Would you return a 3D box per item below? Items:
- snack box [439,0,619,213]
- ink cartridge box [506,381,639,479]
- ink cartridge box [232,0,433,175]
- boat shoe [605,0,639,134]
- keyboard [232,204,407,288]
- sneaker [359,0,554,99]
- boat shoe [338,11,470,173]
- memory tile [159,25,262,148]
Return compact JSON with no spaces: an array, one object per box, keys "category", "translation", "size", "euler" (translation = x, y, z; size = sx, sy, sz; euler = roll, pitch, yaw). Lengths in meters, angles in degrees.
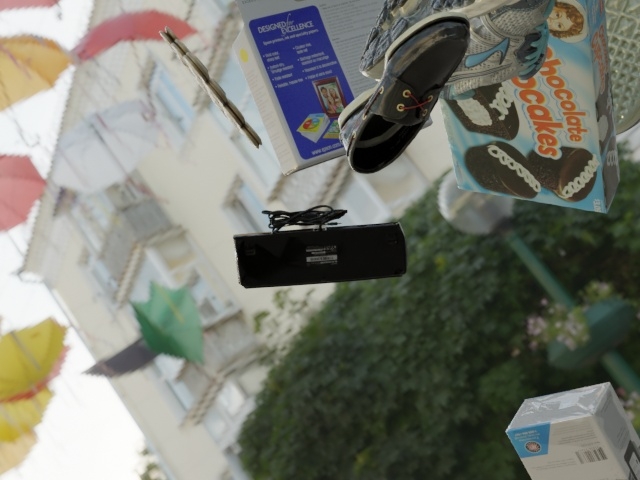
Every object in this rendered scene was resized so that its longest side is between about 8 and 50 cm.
[{"category":"snack box","translation":[0.220,-0.168,1.317],"size":[0.060,0.187,0.322],"euler":[-61,-32,-32]},{"category":"ink cartridge box","translation":[0.281,0.242,1.235],"size":[0.104,0.180,0.060],"euler":[-19,17,38]},{"category":"ink cartridge box","translation":[0.011,-0.290,1.957],"size":[0.303,0.307,0.072],"euler":[-21,-2,-36]},{"category":"boat shoe","translation":[0.359,-0.365,1.566],"size":[0.187,0.500,0.156],"euler":[-24,-26,37]},{"category":"keyboard","translation":[0.000,0.000,1.343],"size":[0.192,0.038,0.100],"euler":[-4,-56,-1]},{"category":"sneaker","translation":[0.148,-0.192,0.984],"size":[0.283,0.122,0.110],"euler":[-24,46,63]},{"category":"boat shoe","translation":[0.055,-0.090,0.754],"size":[0.049,0.042,0.133],"euler":[7,-35,-29]},{"category":"memory tile","translation":[-0.122,-0.171,1.350],"size":[0.012,0.113,0.148],"euler":[-41,-50,-2]}]
